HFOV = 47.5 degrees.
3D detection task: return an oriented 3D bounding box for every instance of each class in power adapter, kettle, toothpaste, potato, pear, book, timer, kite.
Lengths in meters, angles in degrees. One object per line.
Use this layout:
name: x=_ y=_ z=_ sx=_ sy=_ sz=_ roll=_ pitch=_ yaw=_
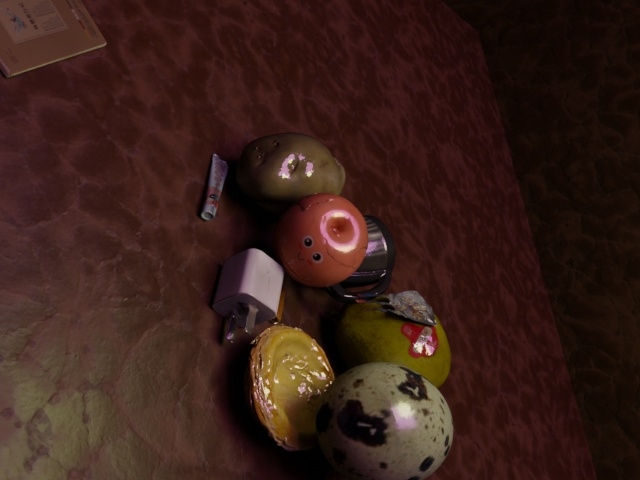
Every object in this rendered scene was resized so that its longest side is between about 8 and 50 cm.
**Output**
power adapter: x=-0.176 y=0.143 z=1.720 sx=0.125 sy=0.130 sz=0.204 roll=40 pitch=43 yaw=-34
kettle: x=0.051 y=0.064 z=2.028 sx=0.271 sy=0.207 sz=0.250 roll=-9 pitch=80 yaw=-38
toothpaste: x=-0.268 y=-0.136 z=1.844 sx=0.056 sy=0.036 sz=0.205 roll=39 pitch=39 yaw=-32
potato: x=-0.070 y=-0.170 z=1.944 sx=0.326 sy=0.243 sz=0.221 roll=19 pitch=53 yaw=-46
pear: x=0.180 y=0.280 z=2.012 sx=0.375 sy=0.287 sz=0.287 roll=28 pitch=42 yaw=-2
book: x=-0.625 y=-0.488 z=1.578 sx=0.217 sy=0.021 sz=0.310 roll=59 pitch=35 yaw=-11
timer: x=0.000 y=0.000 z=1.806 sx=0.230 sy=0.215 sz=0.229 roll=14 pitch=62 yaw=-29
kite: x=0.196 y=0.170 z=1.917 sx=0.245 sy=0.015 sz=0.141 roll=10 pitch=30 yaw=-29

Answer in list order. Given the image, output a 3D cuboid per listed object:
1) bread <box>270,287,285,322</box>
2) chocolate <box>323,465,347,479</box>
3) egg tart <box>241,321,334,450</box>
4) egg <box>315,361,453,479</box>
bread: x=-0.132 y=0.151 z=1.856 sx=0.090 sy=0.035 sz=0.094 roll=39 pitch=43 yaw=-35
chocolate: x=0.093 y=0.554 z=1.846 sx=0.134 sy=0.134 sz=0.309 roll=53 pitch=41 yaw=-19
egg tart: x=-0.086 y=0.354 z=1.728 sx=0.315 sy=0.120 sz=0.315 roll=29 pitch=51 yaw=-43
egg: x=0.153 y=0.430 z=1.680 sx=0.379 sy=0.288 sz=0.287 roll=37 pitch=44 yaw=-47
